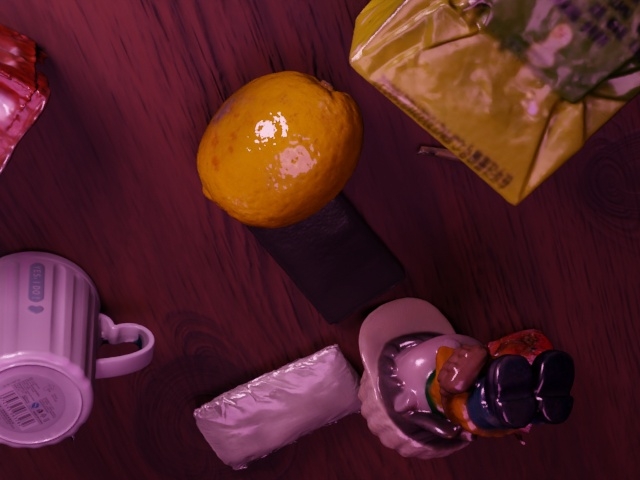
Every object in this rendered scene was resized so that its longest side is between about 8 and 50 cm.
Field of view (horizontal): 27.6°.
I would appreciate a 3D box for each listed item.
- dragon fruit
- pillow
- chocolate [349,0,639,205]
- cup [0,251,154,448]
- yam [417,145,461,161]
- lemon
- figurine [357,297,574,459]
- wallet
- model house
[{"bbox_3d":[0.255,0.192,1.794,0.096,0.102,0.147,12,108,-25],"label":"dragon fruit"},{"bbox_3d":[-0.051,0.230,1.785,0.229,0.051,0.128,-25,124,2],"label":"pillow"},{"bbox_3d":[0.222,-0.240,1.508,0.301,0.137,0.289,38,107,-26],"label":"chocolate"},{"bbox_3d":[-0.326,0.126,1.581,0.221,0.202,0.167,-20,124,3],"label":"cup"},{"bbox_3d":[0.173,-0.107,1.647,0.107,0.014,0.014,8,119,-15],"label":"yam"},{"bbox_3d":[-0.047,-0.104,1.521,0.170,0.170,0.207,36,109,-27],"label":"lemon"},{"bbox_3d":[0.175,0.202,1.656,0.185,0.332,0.204,0,101,-27],"label":"figurine"},{"bbox_3d":[0.000,0.000,1.672,0.124,0.025,0.244,-34,120,10],"label":"wallet"},{"bbox_3d":[-0.448,-0.170,1.410,0.254,0.160,0.196,31,110,-23],"label":"model house"}]
